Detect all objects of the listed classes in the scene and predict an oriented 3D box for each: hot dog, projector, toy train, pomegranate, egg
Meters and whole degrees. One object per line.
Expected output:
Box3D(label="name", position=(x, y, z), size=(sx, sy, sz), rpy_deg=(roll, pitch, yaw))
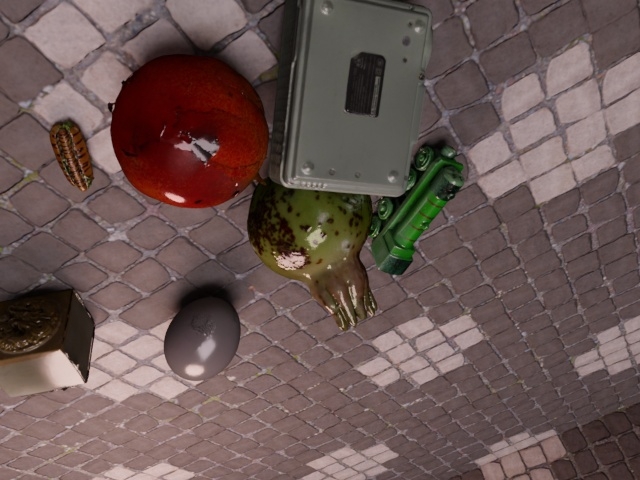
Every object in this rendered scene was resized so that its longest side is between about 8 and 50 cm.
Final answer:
Box3D(label="hot dog", position=(-0.371, -0.123, 0.833), size=(0.049, 0.037, 0.122), rpy_deg=(-6, 135, -5))
Box3D(label="projector", position=(0.042, -0.193, 0.748), size=(0.191, 0.099, 0.257), rpy_deg=(3, 101, -20))
Box3D(label="toy train", position=(0.169, -0.054, 1.000), size=(0.085, 0.119, 0.251), rpy_deg=(13, 132, -25))
Box3D(label="pomegranate", position=(-0.168, -0.141, 0.755), size=(0.210, 0.210, 0.235), rpy_deg=(-31, 154, 17))
Box3D(label="egg", position=(-0.238, 0.199, 1.126), size=(0.146, 0.146, 0.199), rpy_deg=(20, 120, -32))
Box3D(label="pomegranate", position=(-0.015, 0.007, 0.908), size=(0.203, 0.277, 0.222), rpy_deg=(-2, 177, 15))

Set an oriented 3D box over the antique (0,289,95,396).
Box3D(label="antique", position=(-0.520, 0.187, 1.037), size=(0.151, 0.147, 0.148), rpy_deg=(-10, 135, -4))
